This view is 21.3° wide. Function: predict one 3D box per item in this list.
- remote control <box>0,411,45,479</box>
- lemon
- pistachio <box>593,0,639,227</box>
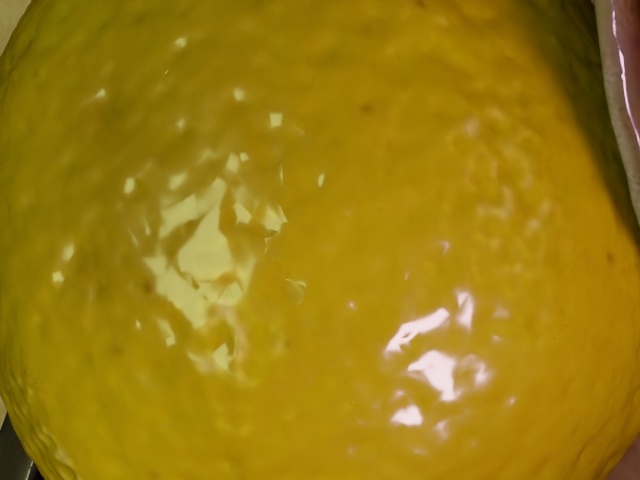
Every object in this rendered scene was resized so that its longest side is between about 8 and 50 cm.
[{"bbox_3d":[-0.192,0.115,1.141,0.059,0.028,0.212,30,109,42],"label":"remote control"},{"bbox_3d":[0.000,-0.002,0.755,0.336,0.336,0.336,-4,85,46],"label":"lemon"},{"bbox_3d":[0.183,-0.104,0.641,0.166,0.197,0.288,-4,96,50],"label":"pistachio"}]
